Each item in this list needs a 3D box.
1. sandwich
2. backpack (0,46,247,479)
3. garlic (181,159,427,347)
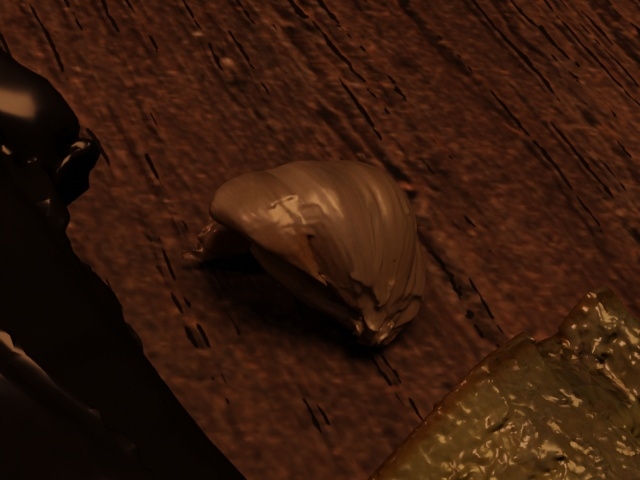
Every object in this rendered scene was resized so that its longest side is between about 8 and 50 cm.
[{"bbox_3d":[0.108,0.087,0.752,0.090,0.088,0.244,41,41,23],"label":"sandwich"},{"bbox_3d":[-0.187,0.064,0.525,0.363,0.255,0.445,-27,58,-37],"label":"backpack"},{"bbox_3d":[0.003,-0.001,0.836,0.113,0.074,0.094,5,25,-44],"label":"garlic"}]
